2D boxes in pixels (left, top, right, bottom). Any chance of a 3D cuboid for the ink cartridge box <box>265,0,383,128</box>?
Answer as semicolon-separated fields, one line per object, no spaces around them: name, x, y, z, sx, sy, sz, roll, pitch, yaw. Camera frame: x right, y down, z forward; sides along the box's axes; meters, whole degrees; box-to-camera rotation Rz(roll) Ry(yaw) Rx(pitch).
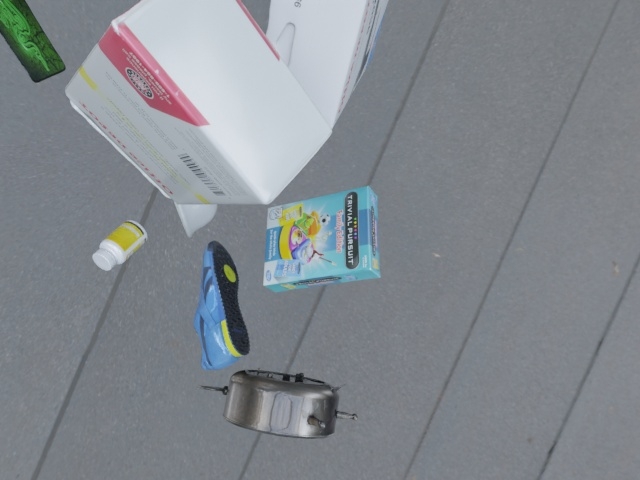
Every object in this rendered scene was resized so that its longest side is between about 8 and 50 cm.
ink cartridge box;0.029;-0.455;1.036;0.166;0.395;0.286;20;134;4

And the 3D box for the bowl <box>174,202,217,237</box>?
bowl;-0.348;-0.166;1.366;0.134;0.298;0.298;-20;105;-14

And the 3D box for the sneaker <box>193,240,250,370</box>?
sneaker;-0.168;0.096;0.774;0.082;0.209;0.069;-27;147;17

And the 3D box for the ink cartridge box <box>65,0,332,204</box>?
ink cartridge box;-0.209;-0.205;0.780;0.160;0.384;0.279;-52;119;-21

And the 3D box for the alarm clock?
alarm clock;-0.061;0.183;0.586;0.191;0.129;0.064;1;77;23

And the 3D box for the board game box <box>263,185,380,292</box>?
board game box;0.000;0.000;1.461;0.079;0.335;0.254;38;47;-55

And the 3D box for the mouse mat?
mouse mat;-0.681;-0.471;1.166;0.007;0.153;0.190;-18;118;15

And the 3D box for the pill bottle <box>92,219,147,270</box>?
pill bottle;-0.444;0.012;1.109;0.065;0.065;0.116;52;42;-18
